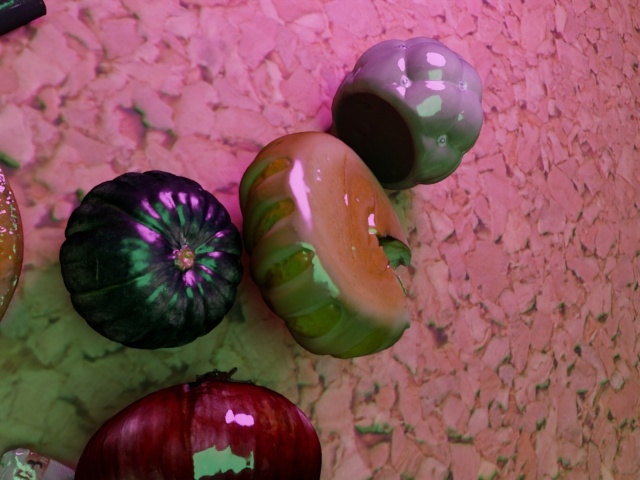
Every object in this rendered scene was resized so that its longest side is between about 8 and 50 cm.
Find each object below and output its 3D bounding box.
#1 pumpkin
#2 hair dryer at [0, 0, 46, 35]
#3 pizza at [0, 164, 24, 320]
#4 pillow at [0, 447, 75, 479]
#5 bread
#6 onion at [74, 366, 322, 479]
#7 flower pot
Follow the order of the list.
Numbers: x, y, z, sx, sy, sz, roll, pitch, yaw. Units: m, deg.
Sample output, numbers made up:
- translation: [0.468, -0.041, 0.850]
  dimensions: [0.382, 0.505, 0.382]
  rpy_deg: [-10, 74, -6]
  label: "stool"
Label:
- translation: [-0.199, 0.024, 0.634]
  dimensions: [0.221, 0.162, 0.220]
  rpy_deg: [2, 87, -43]
  label: "pumpkin"
- translation: [-0.455, -0.308, 0.590]
  dimensions: [0.194, 0.050, 0.173]
  rpy_deg: [51, 59, -11]
  label: "hair dryer"
- translation: [-0.429, 0.031, 0.543]
  dimensions: [0.197, 0.058, 0.291]
  rpy_deg: [15, 73, -30]
  label: "pizza"
- translation: [-0.343, 0.350, 0.554]
  dimensions: [0.128, 0.051, 0.229]
  rpy_deg: [41, 64, -30]
  label: "pillow"
- translation: [0.000, 0.000, 0.731]
  dimensions: [0.333, 0.160, 0.332]
  rpy_deg: [38, 37, -36]
  label: "bread"
- translation: [-0.137, 0.243, 0.606]
  dimensions: [0.273, 0.273, 0.285]
  rpy_deg: [23, 37, -29]
  label: "onion"
- translation: [0.146, -0.208, 0.852]
  dimensions: [0.195, 0.246, 0.246]
  rpy_deg: [-39, 104, -30]
  label: "flower pot"
